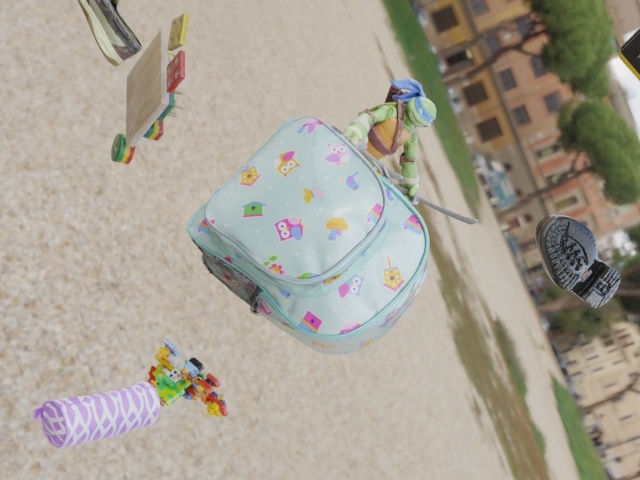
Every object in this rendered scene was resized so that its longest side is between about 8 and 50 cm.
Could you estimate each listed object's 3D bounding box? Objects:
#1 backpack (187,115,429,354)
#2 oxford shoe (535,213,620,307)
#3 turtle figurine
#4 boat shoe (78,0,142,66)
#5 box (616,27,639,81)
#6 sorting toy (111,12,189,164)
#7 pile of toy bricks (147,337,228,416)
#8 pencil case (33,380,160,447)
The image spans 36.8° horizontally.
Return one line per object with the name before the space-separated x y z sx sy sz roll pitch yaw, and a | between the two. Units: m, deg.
backpack | 0.000 0.000 0.824 0.188 0.166 0.144 42 -14 10
oxford shoe | 0.333 0.019 1.330 0.096 0.083 0.227 43 0 39
turtle figurine | 0.081 -0.121 1.630 0.198 0.266 0.274 -5 77 -51
boat shoe | -0.258 -0.284 1.137 0.056 0.049 0.152 -98 164 -80
box | 0.530 -0.153 1.108 0.257 0.079 0.322 -28 76 -37
sorting toy | -0.243 -0.228 1.446 0.046 0.274 0.132 11 59 -30
pile of toy bricks | -0.291 0.294 1.948 0.212 0.105 0.118 33 -29 35
pencil case | -0.369 0.289 1.625 0.088 0.086 0.206 35 25 34
